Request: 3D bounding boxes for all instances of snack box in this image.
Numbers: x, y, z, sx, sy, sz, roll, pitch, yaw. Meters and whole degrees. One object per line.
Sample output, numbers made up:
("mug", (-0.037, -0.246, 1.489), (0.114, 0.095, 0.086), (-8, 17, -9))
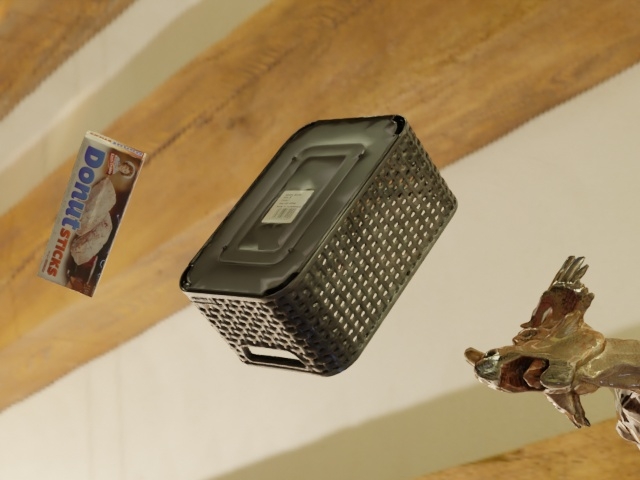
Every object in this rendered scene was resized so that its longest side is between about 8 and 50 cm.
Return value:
("snack box", (-0.239, -0.025, 1.268), (0.022, 0.064, 0.178), (-76, -170, -62))

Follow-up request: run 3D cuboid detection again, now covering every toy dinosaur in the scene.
("toy dinosaur", (0.223, 0.100, 0.779), (0.200, 0.295, 0.127), (0, -122, 29))

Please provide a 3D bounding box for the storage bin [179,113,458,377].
("storage bin", (0.000, 0.000, 0.878), (0.122, 0.084, 0.180), (2, -134, 47))
